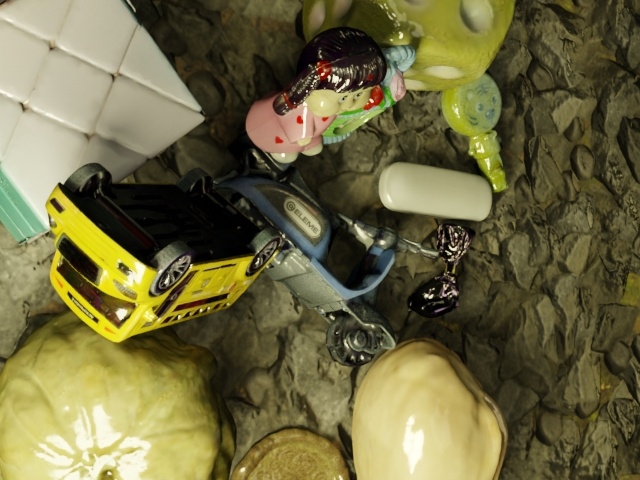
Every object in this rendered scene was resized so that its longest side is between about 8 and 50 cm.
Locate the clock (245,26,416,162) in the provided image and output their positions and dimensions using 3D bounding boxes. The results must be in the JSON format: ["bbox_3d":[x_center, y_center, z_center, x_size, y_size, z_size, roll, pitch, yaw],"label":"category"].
[{"bbox_3d":[0.023,-0.192,1.180,0.194,0.195,0.100,-22,82,-36],"label":"clock"}]

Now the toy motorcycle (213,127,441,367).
[{"bbox_3d":[0.000,0.000,1.284,0.358,0.125,0.212,47,64,-13],"label":"toy motorcycle"}]

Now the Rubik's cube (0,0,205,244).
[{"bbox_3d":[-0.306,-0.151,1.082,0.221,0.225,0.231,-40,104,-24],"label":"Rubik's cube"}]

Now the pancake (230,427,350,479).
[{"bbox_3d":[-0.041,0.357,1.295,0.199,0.021,0.199,2,85,-25],"label":"pancake"}]

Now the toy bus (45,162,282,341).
[{"bbox_3d":[-0.175,0.017,1.029,0.145,0.331,0.151,41,106,14],"label":"toy bus"}]

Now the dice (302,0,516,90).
[{"bbox_3d":[0.123,-0.352,1.317,0.233,0.227,0.238,10,83,-24],"label":"dice"}]

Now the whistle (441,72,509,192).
[{"bbox_3d":[0.246,-0.169,1.466,0.104,0.057,0.198,-28,106,-31],"label":"whistle"}]

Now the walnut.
[{"bbox_3d":[-0.227,0.213,1.068,0.282,0.277,0.253,28,98,4],"label":"walnut"}]

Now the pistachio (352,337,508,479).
[{"bbox_3d":[0.144,0.295,1.309,0.193,0.214,0.318,7,90,-69],"label":"pistachio"}]

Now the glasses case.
[{"bbox_3d":[0.175,-0.072,1.419,0.193,0.049,0.074,6,83,-26],"label":"glasses case"}]

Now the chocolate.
[{"bbox_3d":[0.186,0.048,1.416,0.070,0.072,0.147,29,79,-65],"label":"chocolate"}]
